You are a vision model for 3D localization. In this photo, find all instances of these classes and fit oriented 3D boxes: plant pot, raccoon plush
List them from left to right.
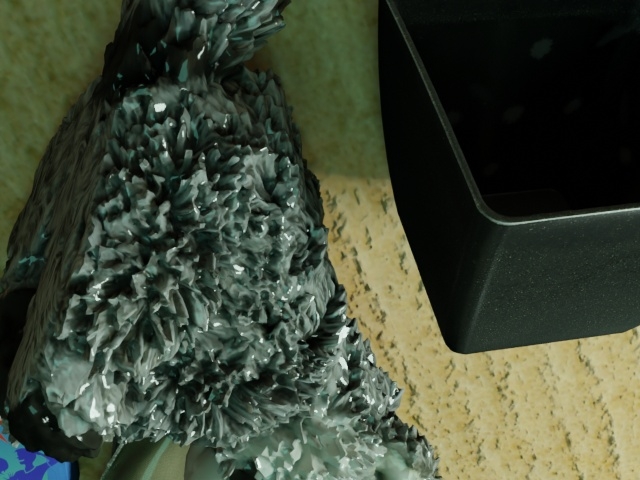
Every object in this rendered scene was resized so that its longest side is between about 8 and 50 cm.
[{"bbox_3d":[0.000,0.000,0.531,0.299,0.216,0.446,19,121,-28],"label":"raccoon plush"},{"bbox_3d":[0.132,-0.036,0.521,0.187,0.188,0.167,-6,142,-13],"label":"plant pot"}]

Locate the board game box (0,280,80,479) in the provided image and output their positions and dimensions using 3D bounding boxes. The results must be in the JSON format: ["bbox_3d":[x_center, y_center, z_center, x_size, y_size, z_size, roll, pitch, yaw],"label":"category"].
[{"bbox_3d":[-0.275,0.126,0.670,0.160,0.047,0.210,-1,124,-6],"label":"board game box"}]

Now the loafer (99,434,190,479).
[{"bbox_3d":[-0.139,0.213,0.723,0.094,0.087,0.251,17,121,-18],"label":"loafer"}]
